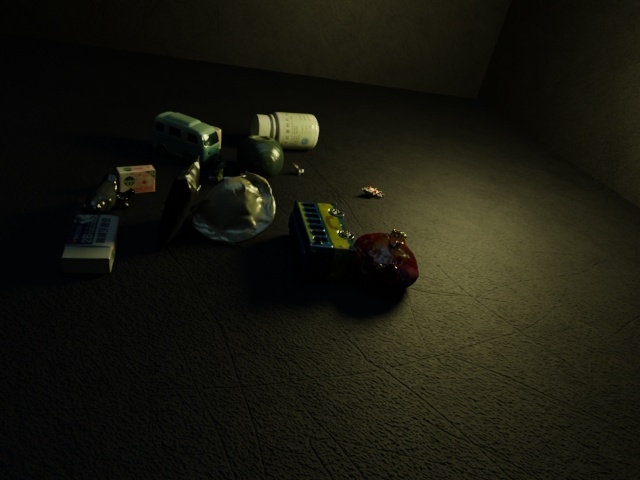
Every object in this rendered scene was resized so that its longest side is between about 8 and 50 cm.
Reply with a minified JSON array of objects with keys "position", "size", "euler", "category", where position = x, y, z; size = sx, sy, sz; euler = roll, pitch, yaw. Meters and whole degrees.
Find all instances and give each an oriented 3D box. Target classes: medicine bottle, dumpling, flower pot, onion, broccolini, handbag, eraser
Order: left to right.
[{"position":[-0.642,0.008,1.359],"size":[0.124,0.068,0.210],"euler":[3,34,-17],"category":"eraser"},{"position":[-0.431,-0.121,1.473],"size":[0.088,0.254,0.211],"euler":[22,27,-15],"category":"handbag"},{"position":[-0.389,-0.283,1.884],"size":[0.058,0.067,0.216],"euler":[-35,24,3],"category":"broccolini"},{"position":[-0.285,-0.099,1.596],"size":[0.293,0.205,0.163],"euler":[-39,16,-22],"category":"dumpling"},{"position":[-0.246,-0.343,1.966],"size":[0.189,0.157,0.243],"euler":[-4,22,-22],"category":"flower pot"},{"position":[-0.169,-0.515,2.260],"size":[0.292,0.170,0.170],"euler":[-2,34,-23],"category":"medicine bottle"},{"position":[0.215,0.046,1.503],"size":[0.229,0.164,0.230],"euler":[29,24,-14],"category":"onion"}]

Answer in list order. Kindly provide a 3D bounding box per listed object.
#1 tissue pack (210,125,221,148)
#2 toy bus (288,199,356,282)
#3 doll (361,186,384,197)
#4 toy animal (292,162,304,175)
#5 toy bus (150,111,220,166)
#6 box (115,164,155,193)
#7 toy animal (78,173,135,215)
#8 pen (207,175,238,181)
[{"position":[-0.478,-0.449,2.115],"size":[0.058,0.095,0.074],"euler":[25,32,21],"category":"tissue pack"},{"position":[0.000,0.000,1.534],"size":[0.174,0.138,0.288],"euler":[4,33,-16],"category":"toy bus"},{"position":[0.216,-0.205,2.033],"size":[0.114,0.039,0.057],"euler":[8,62,-32],"category":"doll"},{"position":[-0.096,-0.299,2.076],"size":[0.028,0.050,0.084],"euler":[4,-11,33],"category":"toy animal"},{"position":[-0.549,-0.423,1.982],"size":[0.271,0.165,0.133],"euler":[21,32,14],"category":"toy bus"},{"position":[-0.647,-0.212,1.687],"size":[0.125,0.089,0.043],"euler":[-12,40,-32],"category":"box"},{"position":[-0.667,-0.142,1.501],"size":[0.120,0.117,0.210],"euler":[14,12,-9],"category":"toy animal"},{"position":[-0.341,-0.240,1.902],"size":[0.203,0.025,0.025],"euler":[0,34,-19],"category":"pen"}]
